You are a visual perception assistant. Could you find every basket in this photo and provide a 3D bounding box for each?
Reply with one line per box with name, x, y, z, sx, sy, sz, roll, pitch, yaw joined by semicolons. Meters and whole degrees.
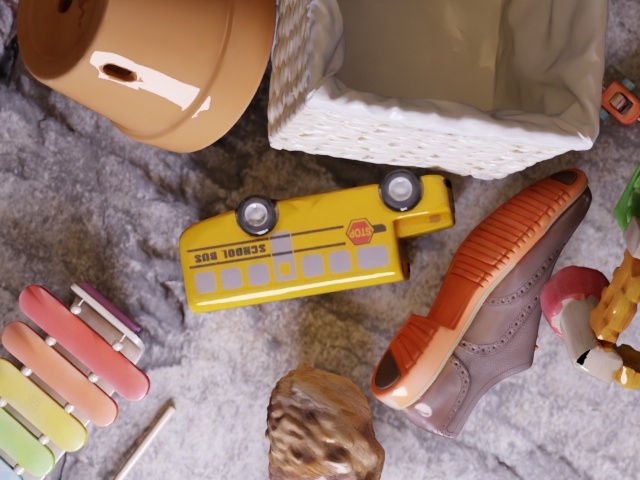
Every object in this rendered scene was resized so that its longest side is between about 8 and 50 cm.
basket;0.122;-0.258;1.739;0.328;0.266;0.331;8;81;-15

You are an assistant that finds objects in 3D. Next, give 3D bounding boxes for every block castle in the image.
block castle;0.464;-0.034;1.694;0.303;0.213;0.453;18;116;-11

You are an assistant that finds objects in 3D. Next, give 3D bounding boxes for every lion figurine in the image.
lion figurine;-0.005;0.362;1.870;0.240;0.142;0.392;23;96;18

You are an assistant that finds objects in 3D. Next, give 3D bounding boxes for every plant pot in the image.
plant pot;-0.221;-0.264;1.833;0.291;0.203;0.290;-13;72;46

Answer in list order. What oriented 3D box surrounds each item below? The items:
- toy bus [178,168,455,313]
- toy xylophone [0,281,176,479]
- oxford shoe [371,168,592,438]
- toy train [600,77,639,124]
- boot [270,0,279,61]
toy bus;0.000;0.000;1.896;0.333;0.108;0.130;-9;87;10
toy xylophone;-0.327;0.217;1.960;0.236;0.081;0.322;32;94;9
oxford shoe;0.218;0.074;1.867;0.133;0.130;0.363;39;92;-18
toy train;0.414;-0.187;1.861;0.166;0.046;0.125;-43;82;6
boot;-0.020;-0.344;1.918;0.123;0.095;0.258;-4;88;3
